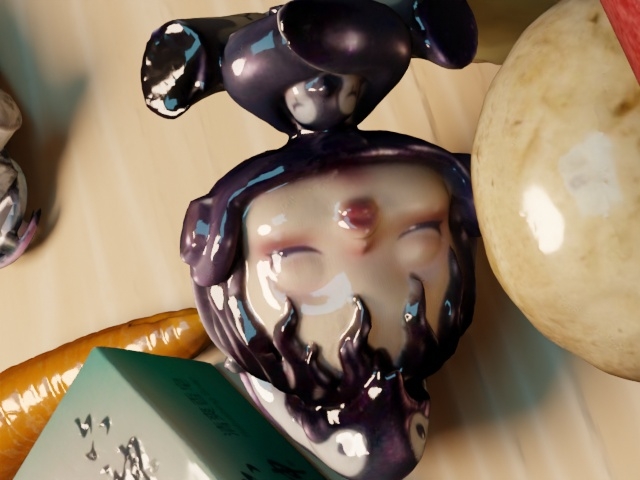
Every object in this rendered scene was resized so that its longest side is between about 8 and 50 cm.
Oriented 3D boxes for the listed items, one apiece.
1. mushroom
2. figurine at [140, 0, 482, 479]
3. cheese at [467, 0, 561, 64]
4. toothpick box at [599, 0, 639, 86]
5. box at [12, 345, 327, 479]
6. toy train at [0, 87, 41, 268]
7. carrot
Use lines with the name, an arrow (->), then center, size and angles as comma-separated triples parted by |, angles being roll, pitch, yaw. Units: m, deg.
mushroom -> 0.140, -0.027, 0.479 | 0.166, 0.127, 0.166 | 0, 87, -5
figurine -> 0.000, 0.000, 0.552 | 0.145, 0.145, 0.222 | 2, 105, 36
cheese -> 0.173, -0.277, 0.533 | 0.384, 0.104, 0.383 | -8, 75, 35
toothpick box -> 0.203, -0.027, 0.321 | 0.204, 0.204, 0.333 | -26, 88, 29
box -> -0.105, 0.196, 0.628 | 0.153, 0.092, 0.244 | 39, 103, 36
toy train -> -0.315, -0.017, 0.810 | 0.299, 0.131, 0.202 | -47, 54, 17
carrot -> -0.167, 0.099, 0.722 | 0.271, 0.062, 0.066 | -40, 26, 18
